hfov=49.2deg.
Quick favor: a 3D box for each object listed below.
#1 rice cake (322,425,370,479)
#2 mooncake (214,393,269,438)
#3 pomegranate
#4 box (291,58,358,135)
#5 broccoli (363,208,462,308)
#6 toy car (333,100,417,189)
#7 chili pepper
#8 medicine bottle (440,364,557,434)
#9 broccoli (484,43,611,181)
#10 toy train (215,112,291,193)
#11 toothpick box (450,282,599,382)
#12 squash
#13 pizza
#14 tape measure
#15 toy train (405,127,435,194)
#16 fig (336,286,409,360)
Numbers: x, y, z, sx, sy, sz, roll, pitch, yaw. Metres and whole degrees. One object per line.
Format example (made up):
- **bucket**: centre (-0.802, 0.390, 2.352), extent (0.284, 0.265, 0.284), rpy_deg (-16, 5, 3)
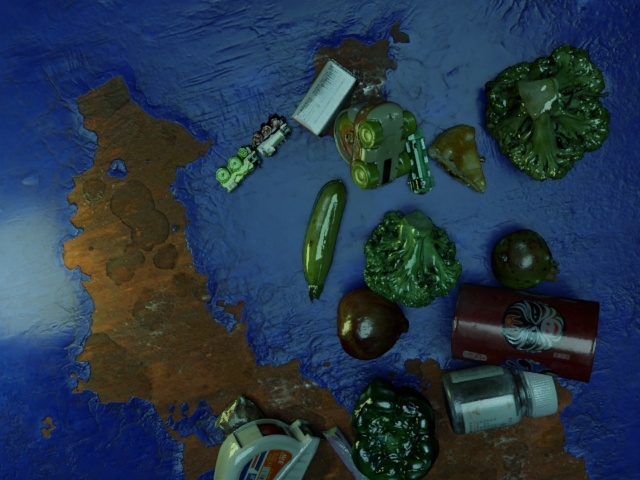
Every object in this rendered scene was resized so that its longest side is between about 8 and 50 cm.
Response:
- **rice cake**: centre (0.106, 0.640, 1.935), extent (0.051, 0.081, 0.290), rpy_deg (-36, 93, -5)
- **mooncake**: centre (-0.217, 0.511, 1.950), extent (0.130, 0.073, 0.125), rpy_deg (44, 96, -3)
- **pomegranate**: centre (0.535, 0.056, 1.804), extent (0.204, 0.159, 0.159), rpy_deg (19, 99, -27)
- **box**: centre (0.011, -0.366, 1.802), extent (0.099, 0.133, 0.182), rpy_deg (35, 100, -1)
- **broccoli**: centre (0.230, 0.042, 1.784), extent (0.261, 0.269, 0.242), rpy_deg (34, 134, 22)
- **toy car**: centre (0.114, -0.260, 1.769), extent (0.145, 0.235, 0.235), rpy_deg (-22, 96, -32)
- **chili pepper**: centre (0.195, 0.495, 1.825), extent (0.233, 0.256, 0.249), rpy_deg (9, 96, 9)
- **medicine bottle**: centre (0.465, 0.406, 1.835), extent (0.273, 0.165, 0.165), rpy_deg (-11, 96, 3)
- **broccoli**: centre (0.552, -0.317, 1.691), extent (0.303, 0.283, 0.321), rpy_deg (-34, 75, 18)
- **toy train**: centre (-0.178, -0.236, 1.873), extent (0.249, 0.053, 0.085), rpy_deg (-43, 100, 8)
- **toothpick box**: centre (0.511, 0.227, 1.753), extent (0.333, 0.204, 0.204), rpy_deg (8, 97, 20)
- **squash**: centre (0.000, 0.000, 1.864), extent (0.094, 0.094, 0.341), rpy_deg (13, 98, 3)
- **pizza**: centre (0.368, -0.201, 1.818), extent (0.154, 0.069, 0.194), rpy_deg (-38, 101, -33)
- **tape measure**: centre (-0.152, 0.608, 1.901), extent (0.265, 0.130, 0.258), rpy_deg (19, 102, -28)
- **toy train**: centre (0.252, -0.205, 1.814), extent (0.071, 0.104, 0.178), rpy_deg (-12, 96, 2)
- **fig**: centre (0.135, 0.218, 1.835), extent (0.205, 0.205, 0.205), rpy_deg (1, 97, 5)
